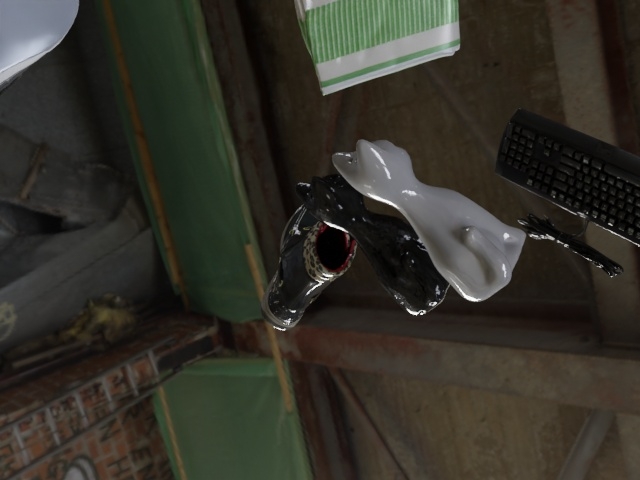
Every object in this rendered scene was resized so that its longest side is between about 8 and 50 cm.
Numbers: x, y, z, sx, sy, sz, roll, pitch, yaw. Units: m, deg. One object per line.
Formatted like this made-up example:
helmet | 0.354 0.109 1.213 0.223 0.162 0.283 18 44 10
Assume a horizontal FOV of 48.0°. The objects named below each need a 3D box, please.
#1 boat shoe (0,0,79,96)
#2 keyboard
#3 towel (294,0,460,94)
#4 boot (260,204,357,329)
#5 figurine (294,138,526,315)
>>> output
boat shoe | -0.324 -0.169 0.685 0.080 0.229 0.076 41 -20 -24
keyboard | 0.377 -0.046 1.011 0.317 0.033 0.202 35 -40 38
towel | 0.066 -0.401 1.036 0.038 0.247 0.325 -124 -163 -71
boot | 0.001 0.002 1.052 0.085 0.236 0.178 29 -39 -12
figurine | 0.082 -0.020 0.773 0.209 0.092 0.215 38 -20 -8
